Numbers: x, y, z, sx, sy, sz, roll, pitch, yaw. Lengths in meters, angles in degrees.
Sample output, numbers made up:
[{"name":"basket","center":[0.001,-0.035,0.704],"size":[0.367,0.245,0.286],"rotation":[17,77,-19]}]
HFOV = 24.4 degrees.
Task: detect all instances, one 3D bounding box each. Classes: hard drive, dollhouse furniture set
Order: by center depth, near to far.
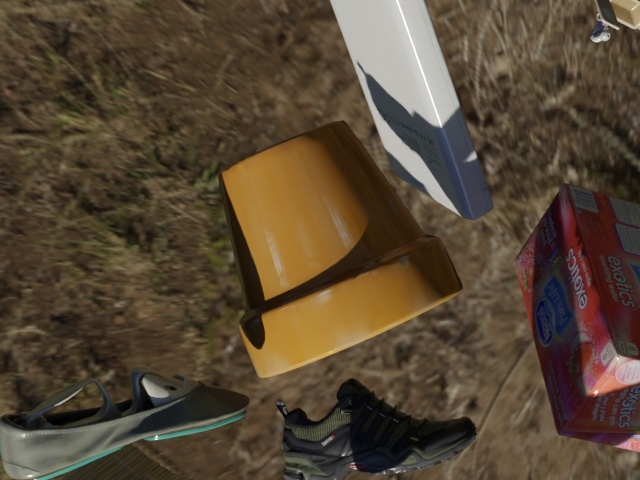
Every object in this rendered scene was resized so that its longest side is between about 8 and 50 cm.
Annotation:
[{"name":"dollhouse furniture set","center":[0.312,-0.232,1.472],"size":[0.091,0.114,0.081],"rotation":[-38,51,36]},{"name":"hard drive","center":[0.103,-0.214,1.900],"size":[0.047,0.233,0.353],"rotation":[-29,118,-13]}]

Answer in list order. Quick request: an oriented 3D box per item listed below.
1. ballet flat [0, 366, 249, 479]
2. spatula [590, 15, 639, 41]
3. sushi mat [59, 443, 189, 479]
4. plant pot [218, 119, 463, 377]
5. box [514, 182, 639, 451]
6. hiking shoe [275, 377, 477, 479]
[{"name":"ballet flat","center":[-0.161,0.141,1.226],"size":[0.213,0.072,0.068],"rotation":[-15,99,-20]},{"name":"spatula","center":[0.403,-0.327,1.680],"size":[0.168,0.019,0.242],"rotation":[2,58,43]},{"name":"sushi mat","center":[-0.281,0.321,1.553],"size":[0.151,0.316,0.019],"rotation":[26,136,38]},{"name":"plant pot","center":[0.000,0.000,1.355],"size":[0.205,0.205,0.188],"rotation":[-24,89,8]},{"name":"box","center":[0.349,0.091,1.754],"size":[0.154,0.300,0.142],"rotation":[14,129,-18]},{"name":"hiking shoe","center":[0.063,0.210,1.685],"size":[0.227,0.086,0.114],"rotation":[-9,85,-1]}]
